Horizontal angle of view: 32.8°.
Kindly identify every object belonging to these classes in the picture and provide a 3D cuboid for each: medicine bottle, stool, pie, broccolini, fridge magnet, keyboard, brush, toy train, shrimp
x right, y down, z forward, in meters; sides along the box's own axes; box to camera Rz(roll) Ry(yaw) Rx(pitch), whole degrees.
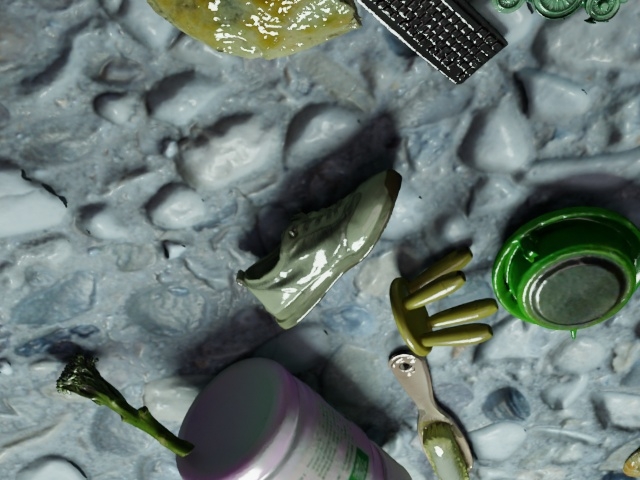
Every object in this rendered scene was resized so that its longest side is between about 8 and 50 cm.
[{"bbox_3d":[-0.031,0.336,1.578,0.212,0.212,0.325,-31,127,20],"label":"medicine bottle"},{"bbox_3d":[0.162,0.084,1.432,0.110,0.134,0.135,-22,149,23],"label":"stool"},{"bbox_3d":[-0.076,-0.305,1.054,0.337,0.075,0.338,6,145,4],"label":"pie"},{"bbox_3d":[-0.267,0.236,1.510,0.216,0.067,0.058,32,148,6],"label":"broccolini"},{"bbox_3d":[0.330,0.043,1.431,0.208,0.088,0.208,-3,131,-3],"label":"fridge magnet"},{"bbox_3d":[0.097,-0.262,1.187,0.087,0.017,0.250,-39,125,24],"label":"keyboard"},{"bbox_3d":[0.172,0.281,1.649,0.072,0.067,0.313,-16,129,10],"label":"brush"},{"bbox_3d":[0.248,-0.288,1.144,0.178,0.071,0.105,2,124,-9],"label":"toy train"},{"bbox_3d":[0.545,0.354,1.775,0.083,0.023,0.114,5,136,-14],"label":"shrimp"}]

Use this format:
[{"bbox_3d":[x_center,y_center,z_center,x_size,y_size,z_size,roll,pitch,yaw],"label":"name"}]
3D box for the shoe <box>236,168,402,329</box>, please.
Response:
[{"bbox_3d":[0.000,0.000,1.358,0.098,0.103,0.275,34,120,-17],"label":"shoe"}]
